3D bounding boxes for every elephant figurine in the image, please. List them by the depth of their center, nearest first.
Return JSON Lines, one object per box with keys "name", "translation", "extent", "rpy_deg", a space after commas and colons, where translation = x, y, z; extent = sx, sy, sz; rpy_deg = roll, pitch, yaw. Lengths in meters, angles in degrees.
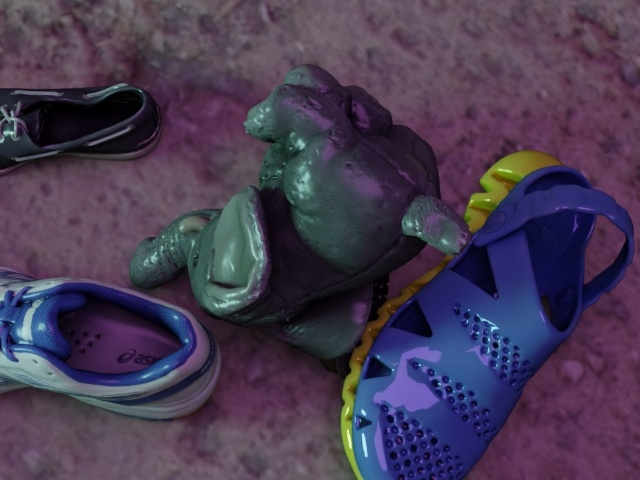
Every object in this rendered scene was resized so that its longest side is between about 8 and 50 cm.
{"name": "elephant figurine", "translation": [-0.026, 0.009, 1.171], "extent": [0.169, 0.186, 0.239], "rpy_deg": [37, 108, -7]}

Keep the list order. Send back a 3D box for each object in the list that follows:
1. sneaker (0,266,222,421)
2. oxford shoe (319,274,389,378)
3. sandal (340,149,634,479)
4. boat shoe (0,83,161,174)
{"name": "sneaker", "translation": [-0.220, 0.060, 1.194], "extent": [0.296, 0.131, 0.112], "rpy_deg": [5, 72, -2]}
{"name": "oxford shoe", "translation": [0.000, 0.000, 1.274], "extent": [0.096, 0.083, 0.227], "rpy_deg": [-9, 74, 19]}
{"name": "sandal", "translation": [0.130, 0.061, 1.208], "extent": [0.126, 0.138, 0.317], "rpy_deg": [39, 72, -26]}
{"name": "boat shoe", "translation": [-0.229, -0.097, 1.281], "extent": [0.206, 0.065, 0.075], "rpy_deg": [-3, 71, -6]}
